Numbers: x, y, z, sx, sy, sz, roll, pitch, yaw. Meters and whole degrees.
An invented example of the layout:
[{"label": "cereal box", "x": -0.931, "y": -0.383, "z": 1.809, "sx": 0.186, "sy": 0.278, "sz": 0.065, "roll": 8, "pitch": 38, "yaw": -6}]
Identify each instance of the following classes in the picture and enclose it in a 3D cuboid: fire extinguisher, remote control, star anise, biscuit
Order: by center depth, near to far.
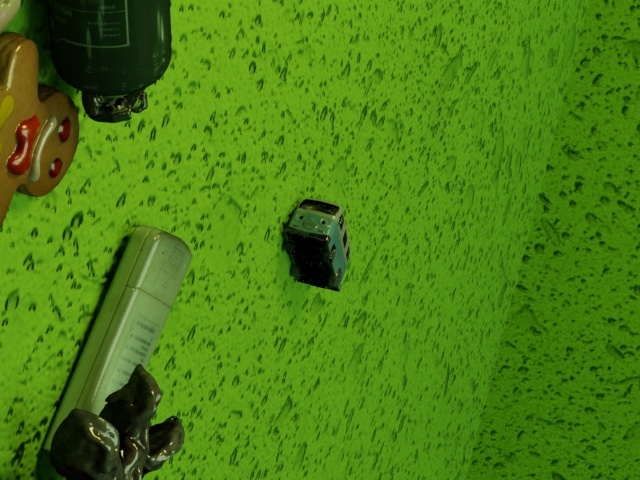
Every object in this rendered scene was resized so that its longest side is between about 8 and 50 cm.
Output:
[{"label": "biscuit", "x": -0.244, "y": -0.073, "z": 1.170, "sx": 0.250, "sy": 0.036, "sz": 0.165, "roll": -4, "pitch": 110, "yaw": -70}, {"label": "fire extinguisher", "x": -0.165, "y": -0.211, "z": 1.194, "sx": 0.095, "sy": 0.114, "sz": 0.311, "roll": -17, "pitch": 127, "yaw": -25}, {"label": "star anise", "x": -0.188, "y": 0.248, "z": 1.389, "sx": 0.212, "sy": 0.129, "sz": 0.282, "roll": 26, "pitch": 78, "yaw": -60}, {"label": "remote control", "x": -0.186, "y": 0.101, "z": 1.463, "sx": 0.233, "sy": 0.038, "sz": 0.098, "roll": -69, "pitch": 160, "yaw": -9}]

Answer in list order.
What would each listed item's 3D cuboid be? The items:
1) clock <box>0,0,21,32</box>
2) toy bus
[{"label": "clock", "x": -0.249, "y": -0.229, "z": 0.917, "sx": 0.309, "sy": 0.114, "sz": 0.284, "roll": -59, "pitch": 158, "yaw": -32}, {"label": "toy bus", "x": 0.000, "y": 0.000, "z": 1.858, "sx": 0.123, "sy": 0.060, "sz": 0.075, "roll": 77, "pitch": 30, "yaw": -58}]
